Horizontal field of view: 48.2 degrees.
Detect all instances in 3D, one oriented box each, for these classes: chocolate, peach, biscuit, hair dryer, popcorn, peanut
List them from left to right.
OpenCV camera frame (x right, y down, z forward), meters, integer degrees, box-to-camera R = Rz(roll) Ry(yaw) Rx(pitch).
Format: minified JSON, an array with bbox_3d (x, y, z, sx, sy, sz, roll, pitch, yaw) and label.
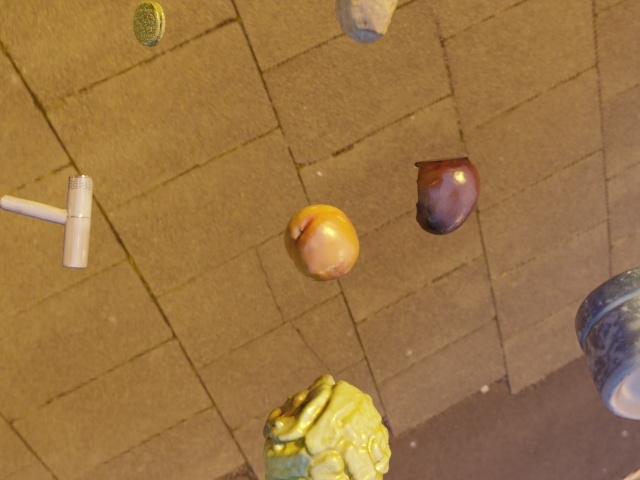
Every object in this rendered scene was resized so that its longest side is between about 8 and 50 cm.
[{"bbox_3d":[-0.593,-0.041,1.488,0.221,0.054,0.195,2,83,-11],"label":"hair dryer"},{"bbox_3d":[-0.322,-0.406,1.341,0.023,0.084,0.083,-9,124,-46],"label":"biscuit"},{"bbox_3d":[0.000,0.000,1.256,0.138,0.138,0.138,-11,122,-19],"label":"peach"},{"bbox_3d":[0.002,0.408,1.403,0.293,0.293,0.237,-44,94,4],"label":"popcorn"},{"bbox_3d":[0.070,-0.445,1.126,0.117,0.101,0.263,-43,134,-46],"label":"peanut"},{"bbox_3d":[0.215,-0.077,1.243,0.124,0.127,0.133,-13,102,-19],"label":"chocolate"}]

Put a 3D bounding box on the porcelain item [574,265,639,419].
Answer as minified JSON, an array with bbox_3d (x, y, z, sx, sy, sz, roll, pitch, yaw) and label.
[{"bbox_3d":[0.345,0.102,0.735,0.147,0.114,0.147,-2,137,-2],"label":"porcelain item"}]
